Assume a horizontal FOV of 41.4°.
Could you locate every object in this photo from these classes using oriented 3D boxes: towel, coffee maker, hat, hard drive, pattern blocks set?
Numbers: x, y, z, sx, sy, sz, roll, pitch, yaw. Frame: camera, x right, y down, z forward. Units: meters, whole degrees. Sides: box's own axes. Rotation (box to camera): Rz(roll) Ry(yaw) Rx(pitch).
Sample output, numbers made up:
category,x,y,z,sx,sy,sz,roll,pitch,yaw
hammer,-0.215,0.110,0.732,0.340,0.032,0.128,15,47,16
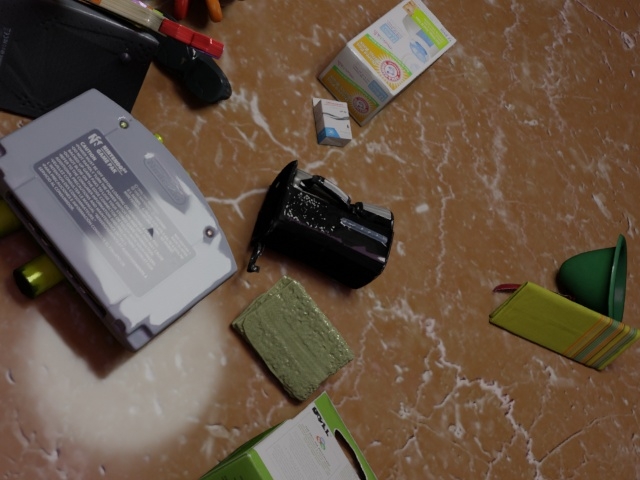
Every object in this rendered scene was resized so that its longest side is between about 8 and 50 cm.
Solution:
category,x,y,z,sx,sy,sz,roll,pitch,yaw
towel,-0.035,0.130,1.134,0.110,0.027,0.148,-40,90,3
coffee maker,0.000,0.000,1.203,0.178,0.120,0.171,26,83,-16
hat,0.420,0.065,1.455,0.208,0.183,0.173,53,48,-54
hard drive,-0.351,-0.237,1.067,0.254,0.172,0.054,13,40,-25
pattern blocks set,-0.276,-0.311,1.091,0.324,0.285,0.026,22,97,-11
towel,0.396,0.137,1.365,0.237,0.102,0.021,24,36,-19

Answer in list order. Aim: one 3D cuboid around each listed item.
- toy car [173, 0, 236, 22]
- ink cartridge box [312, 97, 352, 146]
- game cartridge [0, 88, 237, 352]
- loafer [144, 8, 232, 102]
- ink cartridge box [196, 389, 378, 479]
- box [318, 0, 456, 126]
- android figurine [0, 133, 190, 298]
category,x,y,z,sx,sy,sz,roll,pitch,yaw
toy car,-0.196,-0.402,1.254,0.182,0.159,0.136,44,91,-6
ink cartridge box,0.018,-0.193,1.336,0.048,0.028,0.083,3,67,-29
game cartridge,-0.245,-0.034,1.036,0.196,0.060,0.294,-39,91,-28
loafer,-0.194,-0.266,1.240,0.170,0.062,0.061,52,15,8
ink cartridge box,-0.024,0.320,1.056,0.189,0.097,0.255,59,20,5
box,0.110,-0.297,1.389,0.114,0.103,0.203,48,54,-2
android figurine,-0.290,-0.047,1.082,0.273,0.056,0.248,-35,88,-34
